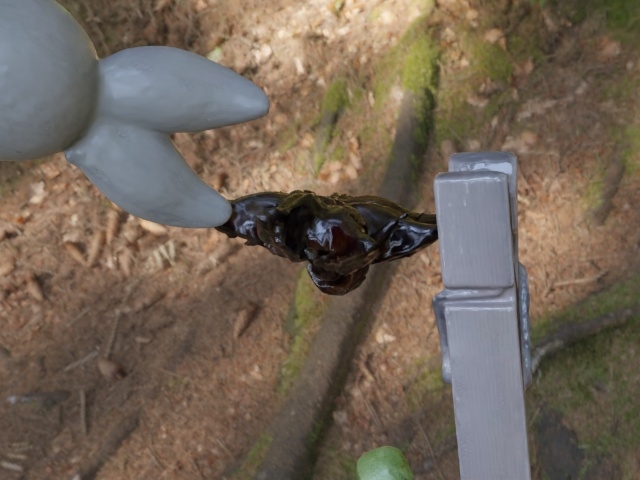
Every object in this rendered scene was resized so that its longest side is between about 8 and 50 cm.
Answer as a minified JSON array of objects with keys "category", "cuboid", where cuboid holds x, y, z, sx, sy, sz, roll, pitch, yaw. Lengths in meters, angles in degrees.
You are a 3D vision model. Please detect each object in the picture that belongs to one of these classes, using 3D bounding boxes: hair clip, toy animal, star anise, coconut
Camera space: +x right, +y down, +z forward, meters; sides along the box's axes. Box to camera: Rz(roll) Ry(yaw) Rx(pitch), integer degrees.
[{"category":"hair clip","cuboid":[0.148,0.087,0.743,0.085,0.331,0.101,-2,21,20]},{"category":"toy animal","cuboid":[-0.148,-0.084,0.457,0.131,0.220,0.104,25,93,49]},{"category":"star anise","cuboid":[0.000,0.000,0.829,0.272,0.103,0.272,6,8,-1]},{"category":"coconut","cuboid":[0.091,0.354,1.207,0.096,0.088,0.088,-32,41,17]}]
